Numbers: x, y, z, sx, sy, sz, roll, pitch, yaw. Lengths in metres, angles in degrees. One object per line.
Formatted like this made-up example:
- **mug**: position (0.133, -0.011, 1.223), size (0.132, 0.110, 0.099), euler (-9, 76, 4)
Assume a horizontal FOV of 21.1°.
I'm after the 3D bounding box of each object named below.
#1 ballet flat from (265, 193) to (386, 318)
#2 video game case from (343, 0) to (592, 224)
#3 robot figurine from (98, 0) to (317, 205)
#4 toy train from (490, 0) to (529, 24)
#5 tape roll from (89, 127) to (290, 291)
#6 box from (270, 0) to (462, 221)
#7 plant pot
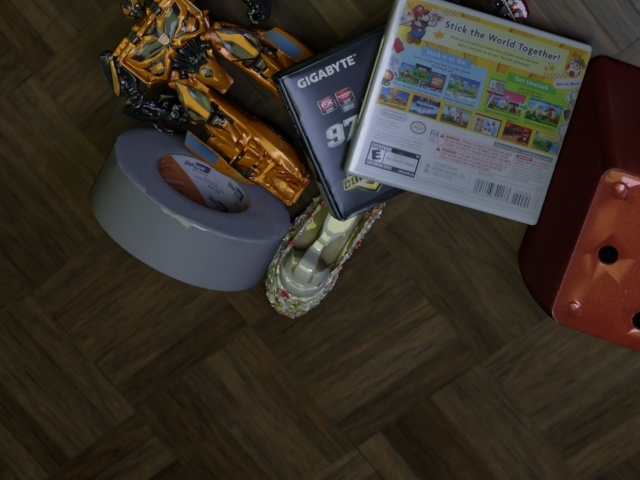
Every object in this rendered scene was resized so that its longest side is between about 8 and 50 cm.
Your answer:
- **ballet flat**: position (0.000, 0.000, 1.993), size (0.091, 0.077, 0.241), euler (31, 114, -1)
- **video game case**: position (0.159, -0.143, 1.858), size (0.227, 0.026, 0.206), euler (15, 98, -14)
- **robot figurine**: position (-0.104, -0.181, 1.928), size (0.291, 0.085, 0.211), euler (36, 102, -10)
- **toy train**: position (0.209, -0.252, 1.879), size (0.036, 0.027, 0.158), euler (-27, 102, 9)
- **tape roll**: position (-0.146, -0.037, 1.934), size (0.219, 0.219, 0.072), euler (30, 113, 0)
- **box**: position (0.079, -0.145, 1.884), size (0.220, 0.051, 0.175), euler (-25, 105, -9)
- **plant pot**: position (0.362, -0.008, 1.823), size (0.267, 0.236, 0.267), euler (20, 113, 5)
